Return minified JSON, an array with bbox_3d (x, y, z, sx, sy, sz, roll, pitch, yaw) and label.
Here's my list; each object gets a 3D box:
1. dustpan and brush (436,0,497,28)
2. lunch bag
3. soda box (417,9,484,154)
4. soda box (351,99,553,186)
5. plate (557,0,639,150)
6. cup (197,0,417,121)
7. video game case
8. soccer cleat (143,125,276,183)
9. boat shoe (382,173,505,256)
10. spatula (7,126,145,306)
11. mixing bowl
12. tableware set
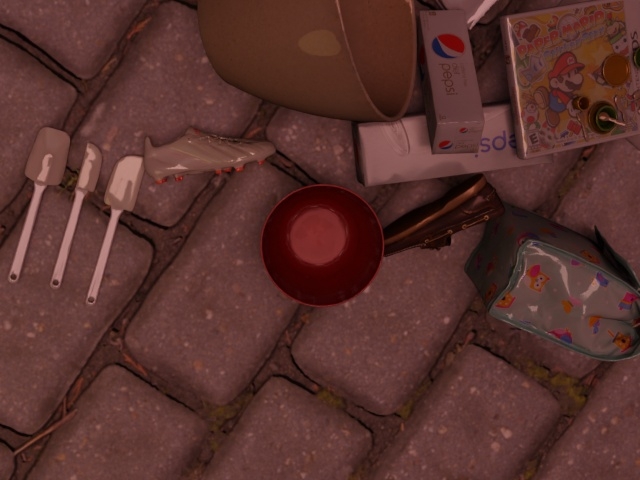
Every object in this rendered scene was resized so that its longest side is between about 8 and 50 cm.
[{"bbox_3d":[0.186,-0.432,1.809,0.211,0.060,0.147,40,104,-16],"label":"dustpan and brush"},{"bbox_3d":[0.368,0.063,1.814,0.262,0.223,0.160,20,105,-8],"label":"lunch bag"},{"bbox_3d":[0.182,-0.228,1.764,0.069,0.074,0.216,-3,56,-4],"label":"soda box"},{"bbox_3d":[0.193,-0.147,1.832,0.286,0.091,0.098,-7,99,-4],"label":"soda box"},{"bbox_3d":[0.494,-0.306,1.855,0.277,0.045,0.278,37,95,-10],"label":"plate"},{"bbox_3d":[-0.028,-0.312,1.699,0.237,0.331,0.331,-6,101,21],"label":"cup"},{"bbox_3d":[0.374,-0.239,1.789,0.227,0.026,0.206,-13,101,-19],"label":"video game case"},{"bbox_3d":[-0.165,-0.134,1.819,0.196,0.068,0.076,-9,97,0],"label":"soccer cleat"},{"bbox_3d":[0.175,-0.021,1.837,0.207,0.073,0.073,-28,109,27],"label":"boat shoe"},{"bbox_3d":[-0.372,-0.033,1.843,0.168,0.019,0.242,16,99,-13],"label":"spatula"},{"bbox_3d":[0.000,0.000,1.836,0.181,0.098,0.181,-1,100,-4],"label":"mixing bowl"},{"bbox_3d":[0.432,-0.216,1.788,0.154,0.024,0.104,-26,105,-17],"label":"tableware set"}]
